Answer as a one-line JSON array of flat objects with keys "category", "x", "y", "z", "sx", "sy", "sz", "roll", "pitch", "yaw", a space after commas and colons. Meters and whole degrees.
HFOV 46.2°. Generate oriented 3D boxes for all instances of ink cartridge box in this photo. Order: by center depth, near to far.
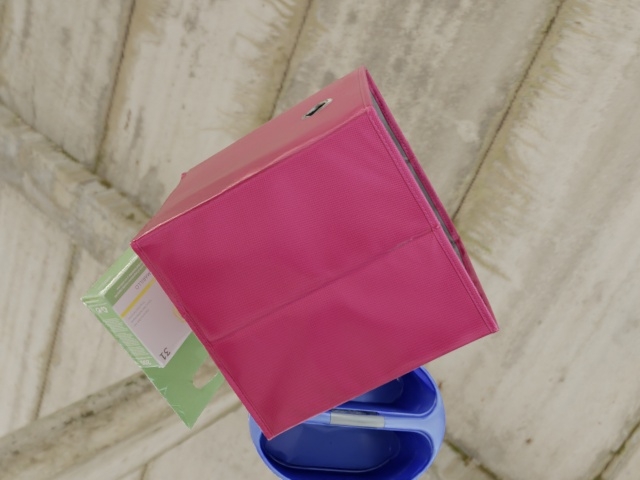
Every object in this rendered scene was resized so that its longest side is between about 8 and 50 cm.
[{"category": "ink cartridge box", "x": -0.170, "y": 0.101, "z": 0.954, "sx": 0.056, "sy": 0.171, "sz": 0.235, "roll": -10, "pitch": -57, "yaw": 40}]

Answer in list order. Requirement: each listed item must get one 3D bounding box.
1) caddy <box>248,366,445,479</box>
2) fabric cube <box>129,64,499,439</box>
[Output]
[{"category": "caddy", "x": 0.041, "y": 0.300, "z": 1.290, "sx": 0.179, "sy": 0.342, "sz": 0.241, "roll": 155, "pitch": -58, "yaw": -75}, {"category": "fabric cube", "x": 0.000, "y": 0.000, "z": 0.804, "sx": 0.258, "sy": 0.254, "sz": 0.259, "roll": -28, "pitch": -72, "yaw": 12}]
